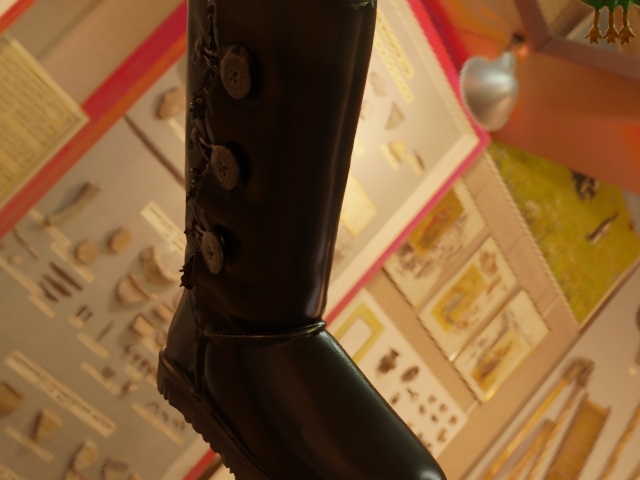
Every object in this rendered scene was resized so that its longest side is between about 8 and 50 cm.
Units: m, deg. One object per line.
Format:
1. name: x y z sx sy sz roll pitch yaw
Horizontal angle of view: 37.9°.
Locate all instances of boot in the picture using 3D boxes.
1. boot: -0.002 -0.001 0.811 0.367 0.445 0.146 27 25 36

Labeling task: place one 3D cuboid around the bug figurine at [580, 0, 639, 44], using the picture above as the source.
1. bug figurine: 0.372 -0.295 0.941 0.216 0.072 0.279 2 -30 13
